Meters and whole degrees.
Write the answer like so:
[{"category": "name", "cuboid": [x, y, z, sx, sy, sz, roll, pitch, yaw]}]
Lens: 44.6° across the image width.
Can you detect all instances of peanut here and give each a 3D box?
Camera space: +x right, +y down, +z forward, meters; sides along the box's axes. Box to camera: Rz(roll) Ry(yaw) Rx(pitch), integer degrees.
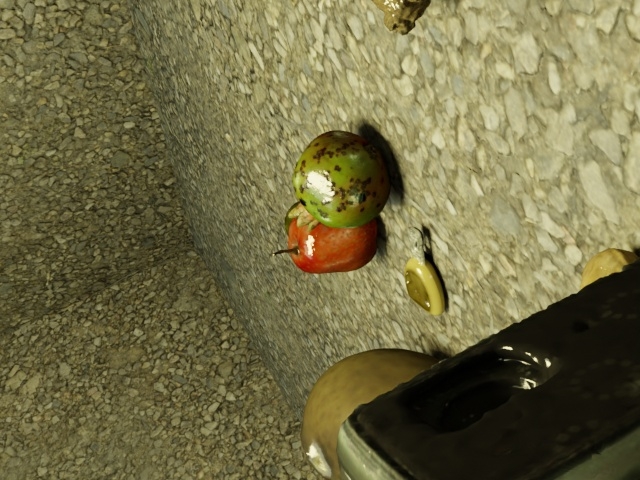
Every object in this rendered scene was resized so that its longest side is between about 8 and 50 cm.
[{"category": "peanut", "cuboid": [0.301, 0.085, 0.813, 0.089, 0.089, 0.193, 51, 155, 39]}]

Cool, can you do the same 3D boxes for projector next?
[{"category": "projector", "cuboid": [0.267, 0.267, 0.620, 0.242, 0.395, 0.405, 19, 131, 69]}]

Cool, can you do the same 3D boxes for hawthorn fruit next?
[{"category": "hawthorn fruit", "cuboid": [0.000, 0.000, 1.399, 0.163, 0.203, 0.163, 59, 163, 31]}]

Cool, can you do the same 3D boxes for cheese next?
[{"category": "cheese", "cuboid": [0.163, 0.045, 1.258, 0.086, 0.036, 0.163, 44, 155, 48]}]

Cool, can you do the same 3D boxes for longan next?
[{"category": "longan", "cuboid": [0.127, 0.332, 1.341, 0.319, 0.318, 0.319, 55, 162, 28]}]

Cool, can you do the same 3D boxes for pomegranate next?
[{"category": "pomegranate", "cuboid": [0.021, -0.086, 1.251, 0.205, 0.159, 0.159, -45, 69, 44]}]

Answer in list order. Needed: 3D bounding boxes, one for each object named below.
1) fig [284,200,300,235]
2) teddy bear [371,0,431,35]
[{"category": "fig", "cuboid": [-0.003, -0.007, 1.602, 0.117, 0.117, 0.177, 46, 172, 48]}, {"category": "teddy bear", "cuboid": [0.067, -0.336, 0.809, 0.251, 0.129, 0.182, 82, -165, -54]}]
